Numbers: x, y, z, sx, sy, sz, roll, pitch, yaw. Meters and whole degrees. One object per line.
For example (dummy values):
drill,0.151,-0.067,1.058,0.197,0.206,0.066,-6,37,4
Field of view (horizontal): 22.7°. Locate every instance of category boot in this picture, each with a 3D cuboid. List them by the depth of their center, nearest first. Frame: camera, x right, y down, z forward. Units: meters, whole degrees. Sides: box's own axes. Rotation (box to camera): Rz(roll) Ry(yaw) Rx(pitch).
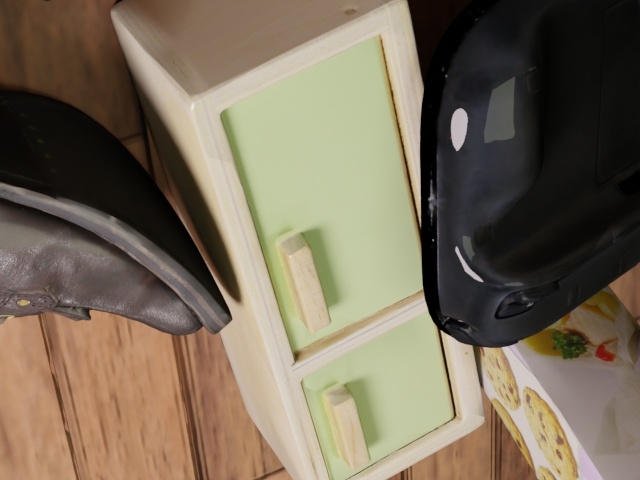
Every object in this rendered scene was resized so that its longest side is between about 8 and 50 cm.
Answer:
boot,-0.190,0.034,0.660,0.229,0.091,0.263,-46,131,13

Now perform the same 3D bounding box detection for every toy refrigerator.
toy refrigerator,0.000,0.000,0.738,0.102,0.094,0.269,-27,135,-13

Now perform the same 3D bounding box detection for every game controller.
game controller,0.159,-0.075,0.755,0.319,0.067,0.166,-30,122,-37

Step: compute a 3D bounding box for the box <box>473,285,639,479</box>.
box,0.134,0.090,0.733,0.063,0.324,0.067,-16,132,-12
